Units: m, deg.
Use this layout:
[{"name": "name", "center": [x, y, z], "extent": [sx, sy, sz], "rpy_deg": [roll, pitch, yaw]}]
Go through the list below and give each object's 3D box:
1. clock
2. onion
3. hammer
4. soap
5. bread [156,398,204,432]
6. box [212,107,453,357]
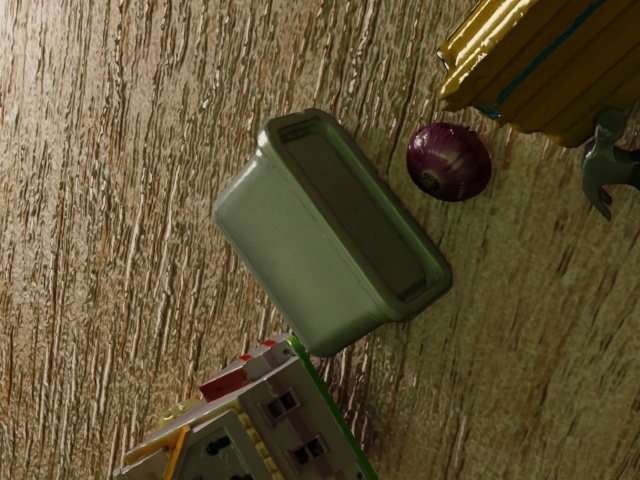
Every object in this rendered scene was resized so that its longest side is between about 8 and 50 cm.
[{"name": "clock", "center": [-0.119, 0.304, 1.269], "extent": [0.310, 0.166, 0.235], "rpy_deg": [-30, 93, -13]}, {"name": "onion", "center": [0.165, -0.104, 1.171], "extent": [0.115, 0.115, 0.104], "rpy_deg": [28, 67, 18]}, {"name": "hammer", "center": [0.415, -0.079, 1.051], "extent": [0.227, 0.041, 0.158], "rpy_deg": [4, 144, 10]}, {"name": "soap", "center": [0.286, -0.235, 0.970], "extent": [0.324, 0.204, 0.096], "rpy_deg": [-45, 35, 52]}, {"name": "bread", "center": [-0.179, 0.361, 1.424], "extent": [0.140, 0.106, 0.236], "rpy_deg": [7, 104, 25]}, {"name": "box", "center": [0.000, 0.000, 1.233], "extent": [0.182, 0.175, 0.311], "rpy_deg": [-40, 83, 35]}]
